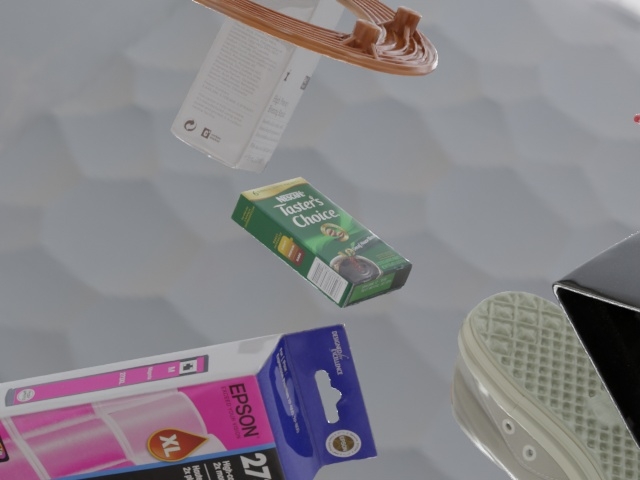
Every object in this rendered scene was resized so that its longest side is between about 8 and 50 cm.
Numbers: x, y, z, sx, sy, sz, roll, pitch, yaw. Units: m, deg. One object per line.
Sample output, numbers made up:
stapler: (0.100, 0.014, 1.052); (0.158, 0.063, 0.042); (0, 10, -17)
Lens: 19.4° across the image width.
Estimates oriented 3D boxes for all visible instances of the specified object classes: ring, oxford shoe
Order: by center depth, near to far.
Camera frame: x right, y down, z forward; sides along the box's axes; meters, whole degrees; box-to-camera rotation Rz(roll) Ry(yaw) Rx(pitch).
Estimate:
ring: (-0.052, -0.224, 1.532); (0.032, 0.336, 0.336); (-65, -14, 17)
oxford shoe: (0.271, 0.235, 1.664); (0.169, 0.449, 0.130); (-18, -36, -33)

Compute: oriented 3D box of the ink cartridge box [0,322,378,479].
ink cartridge box: (-0.139, 0.193, 1.812); (0.069, 0.370, 0.176); (-95, -8, -55)

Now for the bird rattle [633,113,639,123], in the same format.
bird rattle: (0.486, -0.197, 2.158); (0.207, 0.143, 0.253); (-37, -26, -18)

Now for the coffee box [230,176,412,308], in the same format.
coffee box: (0.000, 0.000, 2.101); (0.113, 0.184, 0.040); (-16, -43, -48)

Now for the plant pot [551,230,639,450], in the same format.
plant pot: (0.324, 0.069, 1.423); (0.167, 0.188, 0.187); (-40, -63, -17)

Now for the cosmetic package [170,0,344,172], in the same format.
cosmetic package: (-0.052, -0.188, 1.869); (0.231, 0.085, 0.117); (-62, -10, 6)
